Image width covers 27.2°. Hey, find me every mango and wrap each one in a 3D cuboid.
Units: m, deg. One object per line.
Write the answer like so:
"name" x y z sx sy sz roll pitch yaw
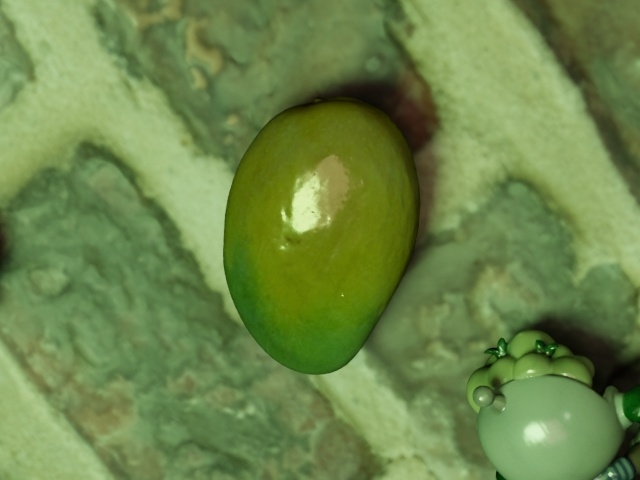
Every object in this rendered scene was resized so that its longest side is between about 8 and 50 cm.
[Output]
"mango" 0.000 0.000 0.872 0.130 0.092 0.195 2 114 5

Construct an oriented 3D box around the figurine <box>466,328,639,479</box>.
"figurine" 0.179 0.144 0.885 0.197 0.093 0.147 42 129 -13
